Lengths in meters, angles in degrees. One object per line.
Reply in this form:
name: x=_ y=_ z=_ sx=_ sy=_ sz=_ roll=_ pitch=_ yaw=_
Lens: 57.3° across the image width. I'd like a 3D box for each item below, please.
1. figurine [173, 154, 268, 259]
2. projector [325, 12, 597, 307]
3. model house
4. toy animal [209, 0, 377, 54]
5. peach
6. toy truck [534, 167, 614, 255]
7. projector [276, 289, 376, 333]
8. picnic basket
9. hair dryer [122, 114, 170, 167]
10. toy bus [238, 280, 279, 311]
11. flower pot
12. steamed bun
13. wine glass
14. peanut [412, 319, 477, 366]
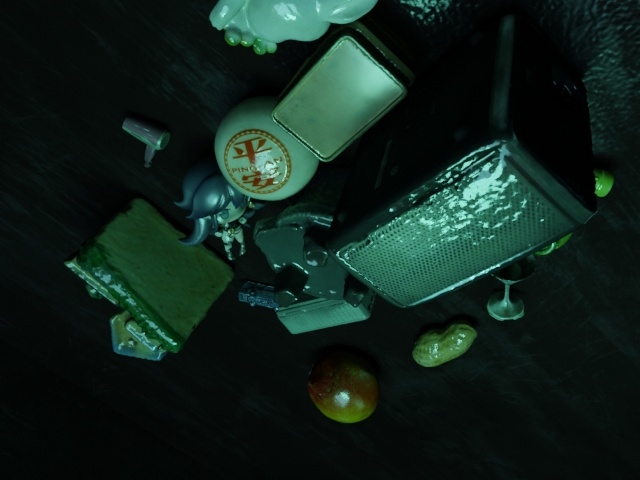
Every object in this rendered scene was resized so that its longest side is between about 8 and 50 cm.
figurine: x=-0.252 y=-0.085 z=1.446 sx=0.197 sy=0.175 sz=0.265 roll=25 pitch=131 yaw=1
projector: x=0.231 y=-0.133 z=1.033 sx=0.242 sy=0.395 sz=0.405 roll=37 pitch=136 yaw=-20
model house: x=-0.520 y=0.130 z=1.665 sx=0.382 sy=0.334 sz=0.343 roll=47 pitch=131 yaw=-13
toy animal: x=-0.071 y=-0.450 z=0.973 sx=0.310 sy=0.182 sz=0.247 roll=36 pitch=136 yaw=-17
peach: x=0.074 y=0.466 z=1.874 sx=0.231 sy=0.231 sz=0.231 roll=11 pitch=138 yaw=10
toy truck: x=0.456 y=-0.095 z=1.189 sx=0.187 sy=0.148 sz=0.210 roll=31 pitch=117 yaw=-7
projector: x=0.022 y=0.130 z=1.549 sx=0.257 sy=0.192 sz=0.099 roll=-17 pitch=122 yaw=34
picnic basket: x=0.043 y=-0.292 z=1.119 sx=0.165 sy=0.139 sz=0.267 roll=37 pitch=132 yaw=-18
hair dryer: x=-0.431 y=-0.232 z=1.450 sx=0.106 sy=0.054 sz=0.154 roll=24 pitch=143 yaw=3
toy bus: x=-0.158 y=0.167 z=1.749 sx=0.166 sy=0.065 sz=0.047 roll=12 pitch=138 yaw=6
flower pot: x=0.000 y=0.000 z=1.350 sx=0.299 sy=0.282 sz=0.299 roll=11 pitch=139 yaw=9
steamed bun: x=-0.118 y=-0.188 z=1.255 sx=0.232 sy=0.145 sz=0.231 roll=2 pitch=117 yaw=5
wine glass: x=0.456 y=0.107 z=1.416 sx=0.122 sy=0.122 sz=0.183 roll=3 pitch=139 yaw=18
peanut: x=0.347 y=0.291 z=1.662 sx=0.108 sy=0.095 sz=0.226 roll=39 pitch=134 yaw=-16
